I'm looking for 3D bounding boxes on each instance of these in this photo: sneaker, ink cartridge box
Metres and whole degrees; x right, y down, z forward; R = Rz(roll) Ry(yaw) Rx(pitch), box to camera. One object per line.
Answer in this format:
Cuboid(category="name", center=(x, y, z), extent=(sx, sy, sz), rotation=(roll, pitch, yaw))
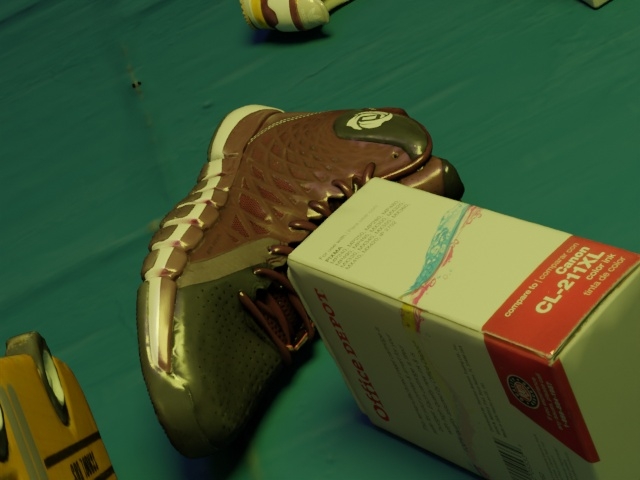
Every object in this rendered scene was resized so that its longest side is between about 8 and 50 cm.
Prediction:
Cuboid(category="sneaker", center=(0.000, 0.000, 0.838), extent=(0.162, 0.106, 0.281), rotation=(-9, 39, 20))
Cuboid(category="ink cartridge box", center=(0.082, 0.052, 0.696), extent=(0.072, 0.127, 0.175), rotation=(-44, 39, -22))
Cuboid(category="sneaker", center=(0.011, -0.232, 1.154), extent=(0.084, 0.069, 0.185), rotation=(9, 56, 29))

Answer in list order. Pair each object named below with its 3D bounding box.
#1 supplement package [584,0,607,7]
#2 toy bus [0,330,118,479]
Cuboid(category="supplement package", center=(0.173, -0.309, 0.978), extent=(0.139, 0.244, 0.134), rotation=(-33, 36, -5))
Cuboid(category="toy bus", center=(-0.161, 0.117, 0.624), extent=(0.108, 0.130, 0.332), rotation=(-20, -2, -4))
